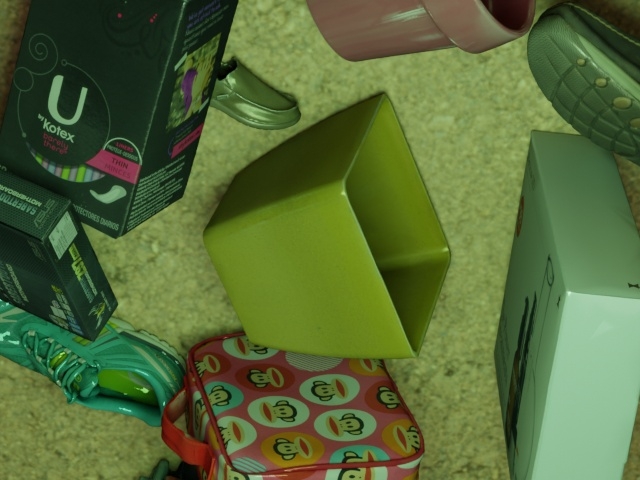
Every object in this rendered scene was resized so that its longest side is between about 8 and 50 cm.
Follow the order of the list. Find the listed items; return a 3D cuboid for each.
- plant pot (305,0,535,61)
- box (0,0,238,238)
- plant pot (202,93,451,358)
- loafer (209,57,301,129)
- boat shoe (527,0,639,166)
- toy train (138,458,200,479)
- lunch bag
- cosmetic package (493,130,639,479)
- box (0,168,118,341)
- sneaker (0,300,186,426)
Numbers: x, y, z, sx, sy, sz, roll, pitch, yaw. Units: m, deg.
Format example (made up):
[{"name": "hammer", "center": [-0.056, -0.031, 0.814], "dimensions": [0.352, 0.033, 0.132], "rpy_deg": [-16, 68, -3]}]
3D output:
[{"name": "plant pot", "center": [0.088, -0.266, 1.815], "dimensions": [0.180, 0.201, 0.201], "rpy_deg": [-18, 115, 28]}, {"name": "box", "center": [-0.206, -0.167, 1.865], "dimensions": [0.165, 0.143, 0.270], "rpy_deg": [25, 116, 15]}, {"name": "plant pot", "center": [0.000, 0.000, 1.942], "dimensions": [0.187, 0.212, 0.212], "rpy_deg": [-13, 116, 22]}, {"name": "loafer", "center": [-0.088, -0.160, 1.937], "dimensions": [0.148, 0.056, 0.050], "rpy_deg": [17, 122, -7]}, {"name": "boat shoe", "center": [0.353, -0.147, 1.887], "dimensions": [0.355, 0.132, 0.130], "rpy_deg": [36, 70, -29]}, {"name": "toy train", "center": [-0.186, 0.406, 2.146], "dimensions": [0.142, 0.190, 0.334], "rpy_deg": [22, 115, -9]}, {"name": "lunch bag", "center": [-0.040, 0.203, 1.969], "dimensions": [0.258, 0.293, 0.120], "rpy_deg": [-1, 117, -12]}, {"name": "cosmetic package", "center": [0.250, 0.092, 1.871], "dimensions": [0.097, 0.377, 0.284], "rpy_deg": [8, 116, -3]}, {"name": "box", "center": [-0.323, 0.002, 1.923], "dimensions": [0.183, 0.059, 0.232], "rpy_deg": [24, 156, 19]}, {"name": "sneaker", "center": [-0.273, 0.126, 2.055], "dimensions": [0.275, 0.110, 0.107], "rpy_deg": [22, 115, -8]}]
